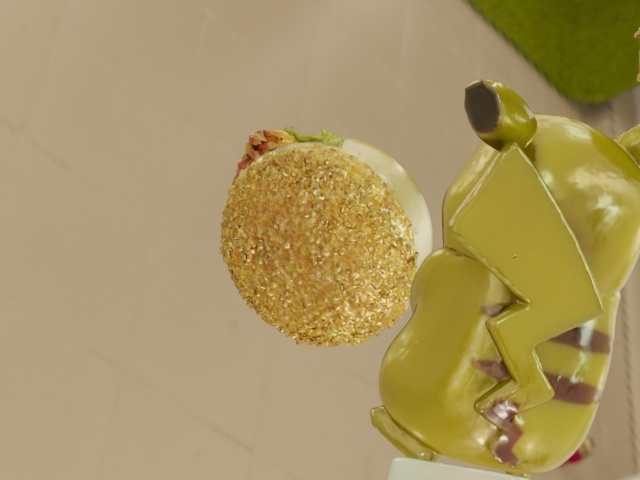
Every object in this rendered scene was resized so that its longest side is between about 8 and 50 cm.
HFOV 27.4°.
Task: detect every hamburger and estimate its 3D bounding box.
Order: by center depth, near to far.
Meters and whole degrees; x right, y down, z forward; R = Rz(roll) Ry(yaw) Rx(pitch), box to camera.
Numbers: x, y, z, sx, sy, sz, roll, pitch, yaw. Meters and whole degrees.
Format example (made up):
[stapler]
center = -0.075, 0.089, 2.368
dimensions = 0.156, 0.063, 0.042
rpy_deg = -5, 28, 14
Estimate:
[hamburger]
center = 0.000, 0.000, 1.689
dimensions = 0.294, 0.276, 0.179
rpy_deg = 34, 33, 20

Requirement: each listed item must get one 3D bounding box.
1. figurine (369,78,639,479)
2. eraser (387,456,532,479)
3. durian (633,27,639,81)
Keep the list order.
[figurine]
center = 0.150, 0.024, 0.987
dimensions = 0.218, 0.169, 0.326
rpy_deg = 12, 95, -28
[eraser]
center = 0.140, 0.172, 0.719
dimensions = 0.225, 0.096, 0.052
rpy_deg = 26, 73, -35
[durian]
center = 0.369, -0.172, 1.120
dimensions = 0.305, 0.196, 0.185
rpy_deg = 54, 38, -63
